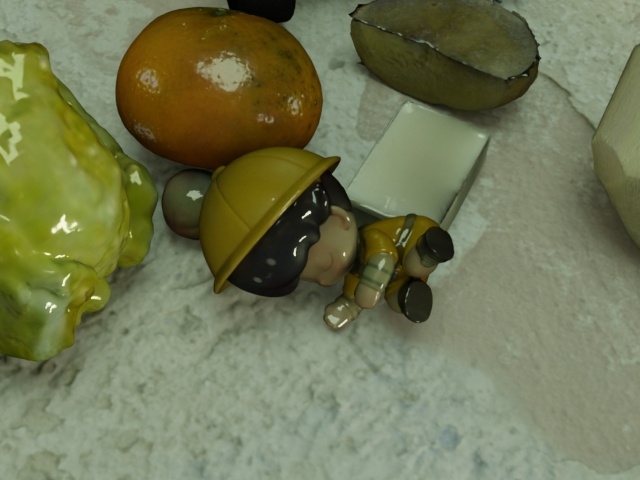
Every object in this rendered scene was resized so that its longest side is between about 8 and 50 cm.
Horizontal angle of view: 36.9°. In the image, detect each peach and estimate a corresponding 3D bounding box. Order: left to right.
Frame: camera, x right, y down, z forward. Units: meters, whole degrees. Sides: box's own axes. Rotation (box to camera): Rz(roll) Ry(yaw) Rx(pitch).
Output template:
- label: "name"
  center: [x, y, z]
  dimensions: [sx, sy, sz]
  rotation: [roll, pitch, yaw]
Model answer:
- label: "peach"
  center: [-0.141, -0.041, 1.080]
  dimensions: [0.083, 0.083, 0.083]
  rotation: [2, 55, -2]

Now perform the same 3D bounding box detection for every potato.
- label: "potato"
  center: [0.167, -0.247, 1.230]
  dimensions: [0.243, 0.098, 0.138]
  rotation: [27, 56, 19]

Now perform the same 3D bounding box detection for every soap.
- label: "soap"
  center: [0.112, -0.072, 1.125]
  dimensions: [0.121, 0.064, 0.183]
  rotation: [24, 57, 14]

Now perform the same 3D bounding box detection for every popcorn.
- label: "popcorn"
  center: [-0.329, -0.048, 0.959]
  dimensions: [0.312, 0.312, 0.312]
  rotation: [2, 55, -2]

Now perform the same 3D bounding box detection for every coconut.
- label: "coconut"
  center: [0.426, -0.101, 1.062]
  dimensions: [0.237, 0.266, 0.237]
  rotation: [16, 20, -6]

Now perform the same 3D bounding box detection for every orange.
- label: "orange"
  center: [-0.114, -0.177, 1.095]
  dimensions: [0.240, 0.171, 0.240]
  rotation: [9, 22, -4]

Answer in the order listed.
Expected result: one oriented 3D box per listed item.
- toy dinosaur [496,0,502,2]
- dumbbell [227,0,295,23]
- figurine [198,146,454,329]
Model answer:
- label: "toy dinosaur"
  center: [0.263, -0.411, 1.361]
  dimensions: [0.144, 0.076, 0.329]
  rotation: [28, 42, 21]
- label: "dumbbell"
  center: [0.031, -0.401, 1.265]
  dimensions: [0.322, 0.204, 0.204]
  rotation: [-10, 56, -10]
- label: "figurine"
  center: [0.000, -0.004, 1.004]
  dimensions: [0.256, 0.192, 0.167]
  rotation: [15, 52, -12]
